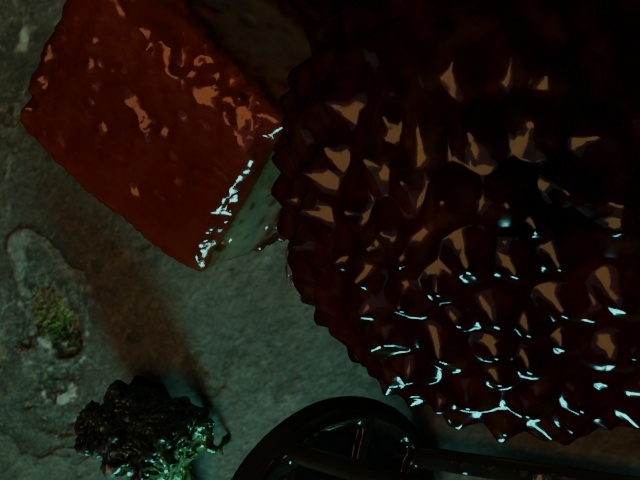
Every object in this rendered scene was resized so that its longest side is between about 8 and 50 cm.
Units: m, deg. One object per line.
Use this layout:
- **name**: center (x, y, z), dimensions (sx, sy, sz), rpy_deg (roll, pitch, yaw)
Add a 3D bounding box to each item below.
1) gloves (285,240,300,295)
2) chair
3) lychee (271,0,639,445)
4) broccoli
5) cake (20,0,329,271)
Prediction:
- **gloves**: center (0.004, -0.003, 1.802), dimensions (0.094, 0.110, 0.144), rpy_deg (27, 161, 16)
- **chair**: center (0.123, 0.358, 1.720), dimensions (0.410, 0.362, 0.364), rpy_deg (20, 100, 48)
- **lychee**: center (0.185, -0.044, 1.336), dimensions (0.425, 0.500, 0.424), rpy_deg (-12, 68, 32)
- **broccoli**: center (-0.192, 0.313, 2.172), dimensions (0.165, 0.145, 0.304), rpy_deg (12, 137, 41)
- **cake**: center (-0.073, -0.160, 1.597), dimensions (0.270, 0.319, 0.269), rpy_deg (44, 136, 12)
